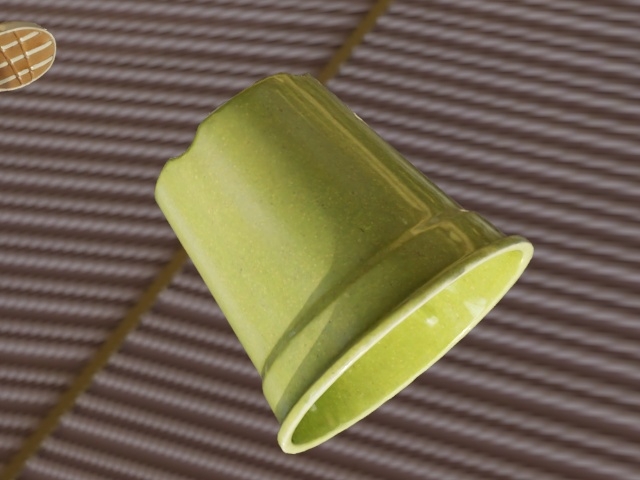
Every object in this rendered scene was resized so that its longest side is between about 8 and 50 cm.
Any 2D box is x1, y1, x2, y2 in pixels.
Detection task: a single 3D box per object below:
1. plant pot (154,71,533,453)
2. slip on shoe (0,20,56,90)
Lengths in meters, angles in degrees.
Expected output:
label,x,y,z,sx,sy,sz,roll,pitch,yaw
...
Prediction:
label,x,y,z,sx,sy,sz,roll,pitch,yaw
plant pot,0.000,0.000,1.412,0.276,0.276,0.254,-34,-106,-18
slip on shoe,-0.248,-0.125,1.134,0.135,0.051,0.041,-28,-135,-37
